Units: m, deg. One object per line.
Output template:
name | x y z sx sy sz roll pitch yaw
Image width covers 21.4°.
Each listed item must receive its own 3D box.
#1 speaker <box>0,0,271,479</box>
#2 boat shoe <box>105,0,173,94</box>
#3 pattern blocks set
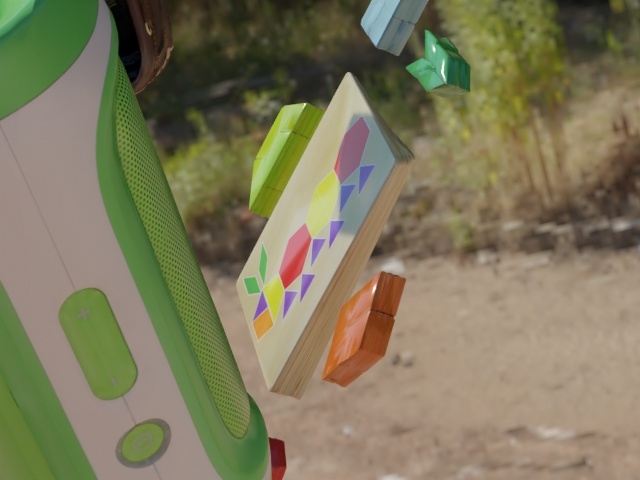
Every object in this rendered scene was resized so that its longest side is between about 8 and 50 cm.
speaker | -0.107 0.021 0.678 0.131 0.297 0.131 -9 42 9
boat shoe | -0.132 -0.165 0.821 0.073 0.207 0.073 -28 17 11
pattern blocks set | 0.000 0.000 1.052 0.026 0.325 0.285 19 31 -22
